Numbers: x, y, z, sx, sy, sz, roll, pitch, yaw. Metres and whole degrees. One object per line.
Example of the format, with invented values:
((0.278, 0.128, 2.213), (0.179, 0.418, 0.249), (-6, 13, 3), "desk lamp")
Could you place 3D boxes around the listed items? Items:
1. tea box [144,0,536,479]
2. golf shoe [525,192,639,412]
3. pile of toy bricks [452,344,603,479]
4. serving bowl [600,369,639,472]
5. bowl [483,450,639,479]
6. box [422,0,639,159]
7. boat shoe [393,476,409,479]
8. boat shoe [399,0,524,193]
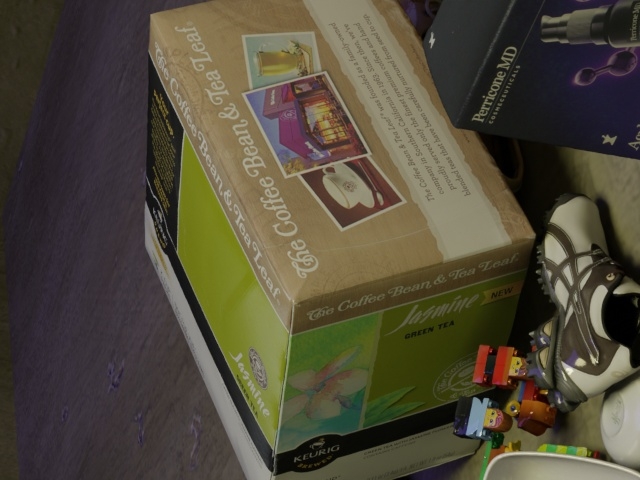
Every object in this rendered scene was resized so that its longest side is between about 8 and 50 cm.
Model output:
((0.000, 0.000, 1.709), (0.323, 0.220, 0.329), (97, 152, -52), "tea box")
((0.217, 0.040, 1.525), (0.094, 0.077, 0.198), (-21, 45, 33), "golf shoe")
((0.175, 0.183, 1.554), (0.105, 0.118, 0.212), (1, 73, 39), "pile of toy bricks")
((0.233, 0.132, 1.489), (0.083, 0.027, 0.083), (-172, 90, -70), "serving bowl")
((0.188, 0.229, 1.473), (0.142, 0.053, 0.142), (6, 92, 29), "bowl")
((0.199, -0.153, 1.411), (0.108, 0.207, 0.153), (-105, 29, -47), "box")
((0.050, 0.239, 1.929), (0.152, 0.056, 0.049), (-132, 57, -65), "boat shoe")
((0.128, -0.149, 1.795), (0.089, 0.104, 0.285), (-45, 53, 50), "boat shoe")
